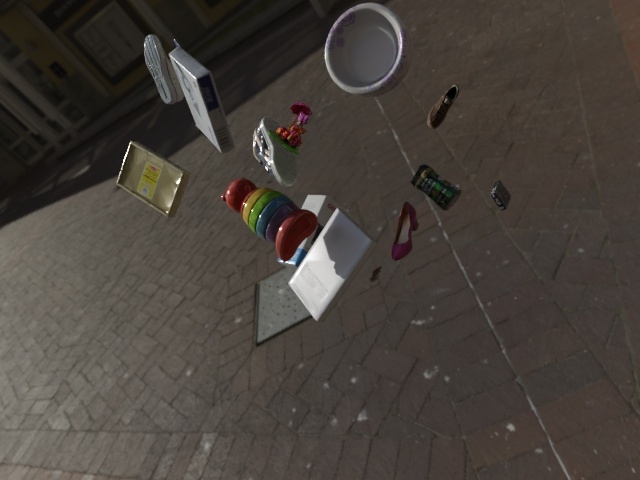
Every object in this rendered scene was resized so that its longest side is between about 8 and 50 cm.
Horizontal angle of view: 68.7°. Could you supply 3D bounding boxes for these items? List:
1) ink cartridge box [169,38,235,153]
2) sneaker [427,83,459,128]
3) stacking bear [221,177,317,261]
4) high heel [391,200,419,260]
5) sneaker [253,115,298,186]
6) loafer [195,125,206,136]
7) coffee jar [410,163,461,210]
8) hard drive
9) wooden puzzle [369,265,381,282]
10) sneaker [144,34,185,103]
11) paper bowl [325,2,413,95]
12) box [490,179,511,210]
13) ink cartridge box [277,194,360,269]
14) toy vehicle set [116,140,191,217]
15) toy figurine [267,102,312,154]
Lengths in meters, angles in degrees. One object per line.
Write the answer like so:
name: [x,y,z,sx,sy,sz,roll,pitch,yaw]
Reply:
ink cartridge box: [-0.312,-0.365,1.192,0.045,0.223,0.224,-31,52,-17]
sneaker: [0.479,-0.530,1.832,0.188,0.066,0.071,-60,-7,-4]
stacking bear: [-0.178,-0.094,1.470,0.289,0.164,0.175,33,73,21]
high heel: [0.308,-0.036,1.761,0.082,0.117,0.244,-1,40,42]
sneaker: [-0.189,-0.345,1.934,0.127,0.126,0.321,-37,64,45]
loafer: [-0.393,-0.397,1.765,0.062,0.170,0.061,-43,55,20]
coffee jar: [0.429,-0.202,1.756,0.184,0.096,0.079,43,40,23]
hard drive: [0.031,0.076,1.486,0.307,0.040,0.203,-56,45,14]
wooden puzzle: [0.202,0.128,1.723,0.083,0.006,0.049,-44,24,59]
sneaker: [-0.605,-0.665,1.823,0.094,0.258,0.091,0,23,33]
paper bowl: [0.169,-0.628,1.573,0.284,0.284,0.148,-22,0,26]
box: [0.567,-0.142,1.471,0.018,0.067,0.083,-29,16,44]
ink cartridge box: [0.000,0.000,1.882,0.129,0.223,0.307,7,69,51]
toy vehicle set: [-0.577,-0.212,1.608,0.267,0.035,0.166,30,104,21]
toy figurine: [-0.088,-0.415,1.680,0.159,0.130,0.173,-56,39,18]
